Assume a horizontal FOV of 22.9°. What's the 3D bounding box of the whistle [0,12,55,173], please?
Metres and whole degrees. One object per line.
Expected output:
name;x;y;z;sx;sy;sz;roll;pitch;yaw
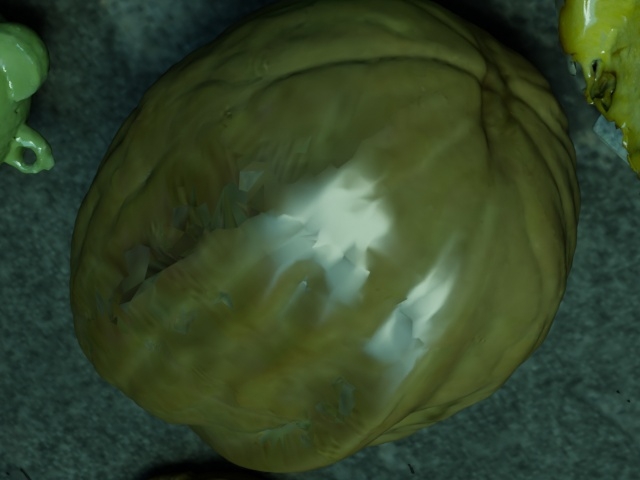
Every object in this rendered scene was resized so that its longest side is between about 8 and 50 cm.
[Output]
whistle;-0.263;-0.111;0.812;0.288;0.106;0.131;30;129;-4

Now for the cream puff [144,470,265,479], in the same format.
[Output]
cream puff;-0.071;0.216;0.955;0.150;0.115;0.165;26;122;2

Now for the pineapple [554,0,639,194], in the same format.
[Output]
pineapple;0.175;-0.111;0.635;0.076;0.225;0.225;-8;127;-26

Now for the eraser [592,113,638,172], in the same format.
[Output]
eraser;0.216;-0.104;0.707;0.092;0.046;0.212;46;126;21

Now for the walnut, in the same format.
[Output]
walnut;0.000;0.000;0.753;0.225;0.225;0.261;38;128;-9
